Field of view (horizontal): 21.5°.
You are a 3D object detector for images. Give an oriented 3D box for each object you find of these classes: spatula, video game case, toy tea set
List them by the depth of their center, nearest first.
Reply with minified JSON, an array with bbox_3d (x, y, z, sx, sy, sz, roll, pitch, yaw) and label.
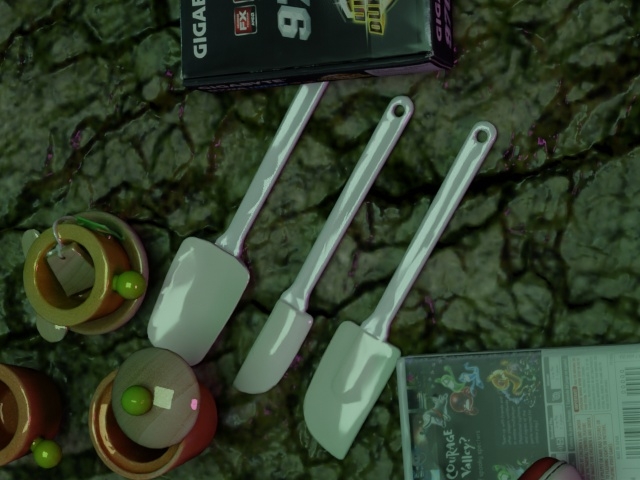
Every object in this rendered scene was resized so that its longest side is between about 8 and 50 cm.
[{"bbox_3d":[0.138,0.162,1.055,0.173,0.022,0.190,-5,89,20],"label":"video game case"},{"bbox_3d":[0.000,0.000,1.110,0.168,0.019,0.242,31,100,19],"label":"spatula"},{"bbox_3d":[-0.227,0.068,1.126,0.336,0.124,0.200,1,89,25],"label":"toy tea set"}]

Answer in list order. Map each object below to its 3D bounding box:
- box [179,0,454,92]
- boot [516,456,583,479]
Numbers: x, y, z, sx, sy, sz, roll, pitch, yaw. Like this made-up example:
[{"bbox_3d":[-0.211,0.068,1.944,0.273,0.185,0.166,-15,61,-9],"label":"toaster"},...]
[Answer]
[{"bbox_3d":[-0.006,-0.212,1.093,0.175,0.051,0.220,-3,85,21],"label":"box"},{"bbox_3d":[0.038,0.189,1.037,0.176,0.088,0.244,45,111,21],"label":"boot"}]
